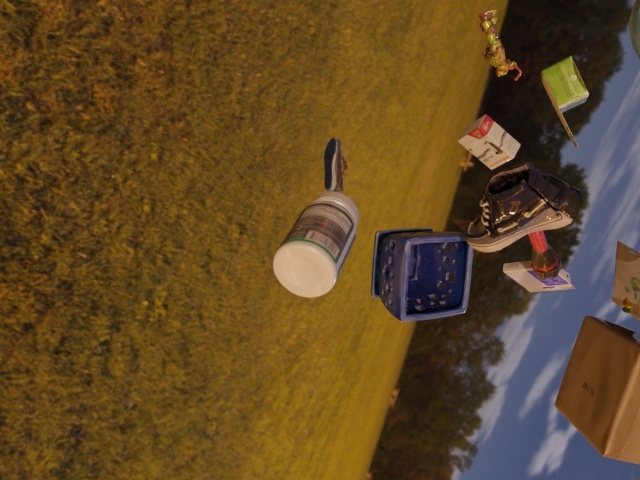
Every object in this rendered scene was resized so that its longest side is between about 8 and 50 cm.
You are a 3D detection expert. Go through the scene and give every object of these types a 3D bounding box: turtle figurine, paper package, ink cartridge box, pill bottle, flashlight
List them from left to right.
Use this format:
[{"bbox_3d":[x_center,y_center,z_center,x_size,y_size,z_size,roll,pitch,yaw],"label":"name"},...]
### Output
[{"bbox_3d":[0.000,0.000,1.897,0.361,0.204,0.204,-61,165,-53],"label":"pill bottle"},{"bbox_3d":[0.468,-0.270,1.638,0.056,0.135,0.099,-58,-168,-26],"label":"ink cartridge box"},{"bbox_3d":[0.571,-0.619,1.916,0.269,0.087,0.218,1,73,-58],"label":"turtle figurine"},{"bbox_3d":[0.776,0.007,2.097,0.103,0.103,0.304,-47,128,-20],"label":"flashlight"},{"bbox_3d":[0.875,0.142,2.357,0.208,0.206,0.045,33,63,-32],"label":"ink cartridge box"},{"bbox_3d":[0.787,-0.423,1.840,0.097,0.255,0.188,-26,177,22],"label":"ink cartridge box"},{"bbox_3d":[0.815,0.401,1.609,0.325,0.168,0.310,-93,-163,-81],"label":"paper package"}]

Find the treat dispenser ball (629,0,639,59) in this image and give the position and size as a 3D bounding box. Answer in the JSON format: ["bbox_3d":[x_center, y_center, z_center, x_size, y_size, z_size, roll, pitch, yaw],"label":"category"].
[{"bbox_3d":[0.868,-0.512,1.349,0.288,0.288,0.288,21,90,-76],"label":"treat dispenser ball"}]

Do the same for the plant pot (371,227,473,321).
[{"bbox_3d":[0.272,0.079,1.673,0.235,0.212,0.236,-4,105,-27],"label":"plant pot"}]

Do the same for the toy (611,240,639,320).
[{"bbox_3d":[1.013,0.127,1.904,0.137,0.056,0.238,-123,-157,-60],"label":"toy"}]

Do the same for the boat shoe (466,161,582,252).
[{"bbox_3d":[0.412,-0.079,1.349,0.340,0.158,0.127,-31,-147,59],"label":"boat shoe"}]

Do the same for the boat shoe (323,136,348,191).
[{"bbox_3d":[0.051,-0.246,1.936,0.066,0.066,0.183,12,78,-34],"label":"boat shoe"}]
